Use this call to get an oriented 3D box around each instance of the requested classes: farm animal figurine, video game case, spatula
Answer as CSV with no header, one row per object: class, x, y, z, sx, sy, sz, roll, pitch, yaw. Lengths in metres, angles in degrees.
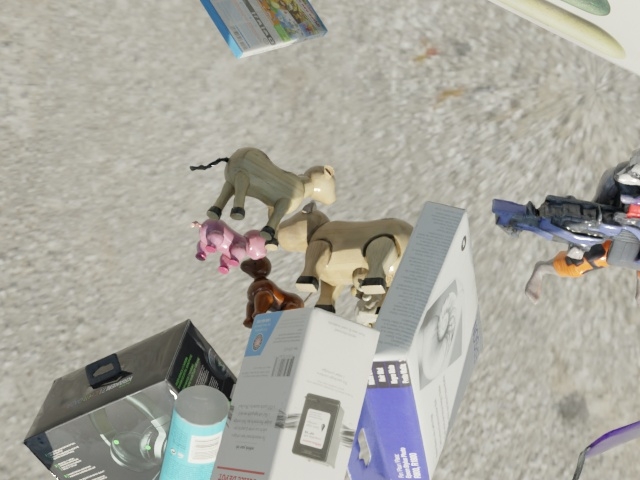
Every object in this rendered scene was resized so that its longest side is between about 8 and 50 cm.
farm animal figurine,0.000,0.000,1.627,0.326,0.330,0.172,11,57,11
video game case,-0.078,-0.301,1.515,0.015,0.166,0.119,-41,78,45
spatula,0.222,0.238,1.097,0.296,0.084,0.030,-33,72,-25

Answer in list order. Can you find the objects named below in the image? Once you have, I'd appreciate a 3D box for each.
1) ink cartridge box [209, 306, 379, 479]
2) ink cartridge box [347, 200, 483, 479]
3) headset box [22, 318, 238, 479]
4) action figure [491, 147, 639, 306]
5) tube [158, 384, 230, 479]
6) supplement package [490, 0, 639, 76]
ink cartridge box,-0.026,0.145,0.863,0.060,0.104,0.180,21,74,-24
ink cartridge box,0.086,0.119,1.036,0.045,0.223,0.224,13,57,22
headset box,-0.215,0.270,1.562,0.246,0.131,0.283,-26,115,24
action figure,0.392,-0.030,1.632,0.341,0.179,0.330,15,145,-5
tube,-0.127,0.233,1.151,0.080,0.052,0.207,15,128,2
supplement package,0.185,-0.223,0.632,0.262,0.199,0.198,35,86,31
